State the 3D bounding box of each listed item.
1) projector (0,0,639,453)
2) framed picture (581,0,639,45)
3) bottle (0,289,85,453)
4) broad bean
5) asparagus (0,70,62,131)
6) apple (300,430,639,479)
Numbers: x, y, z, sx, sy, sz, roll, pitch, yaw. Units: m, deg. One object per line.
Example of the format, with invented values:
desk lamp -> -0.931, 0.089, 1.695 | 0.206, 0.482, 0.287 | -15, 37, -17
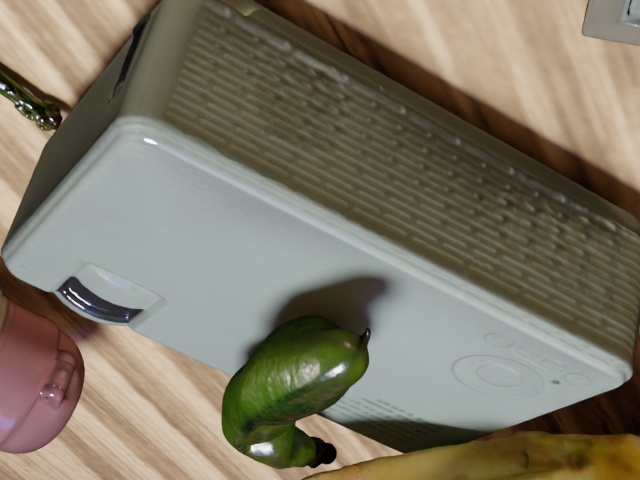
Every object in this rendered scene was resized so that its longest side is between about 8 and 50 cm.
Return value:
projector -> 0.000, 0.000, 0.666 | 0.257, 0.099, 0.192 | 26, 149, -18
framed picture -> 0.192, -0.132, 0.418 | 0.192, 0.018, 0.265 | 11, 151, 8
bottle -> -0.269, 0.053, 0.877 | 0.253, 0.120, 0.120 | 31, 148, -23
broad bean -> -0.015, 0.071, 0.647 | 0.061, 0.046, 0.195 | 4, 157, -2
asparagus -> -0.180, -0.090, 0.685 | 0.127, 0.018, 0.015 | 32, -177, -25
apple -> 0.138, 0.204, 0.769 | 0.309, 0.314, 0.252 | -4, 120, -31
